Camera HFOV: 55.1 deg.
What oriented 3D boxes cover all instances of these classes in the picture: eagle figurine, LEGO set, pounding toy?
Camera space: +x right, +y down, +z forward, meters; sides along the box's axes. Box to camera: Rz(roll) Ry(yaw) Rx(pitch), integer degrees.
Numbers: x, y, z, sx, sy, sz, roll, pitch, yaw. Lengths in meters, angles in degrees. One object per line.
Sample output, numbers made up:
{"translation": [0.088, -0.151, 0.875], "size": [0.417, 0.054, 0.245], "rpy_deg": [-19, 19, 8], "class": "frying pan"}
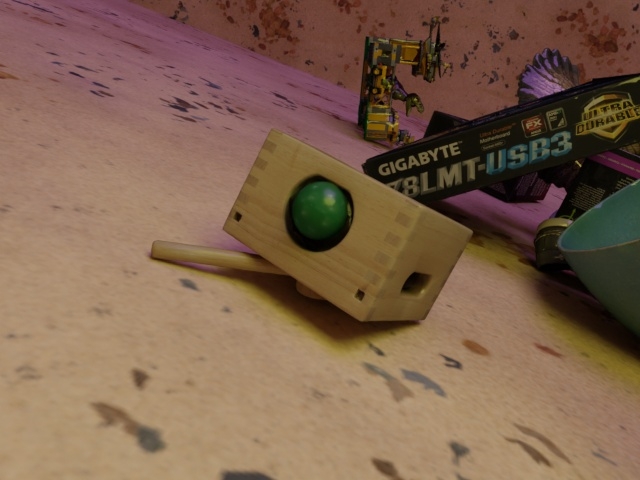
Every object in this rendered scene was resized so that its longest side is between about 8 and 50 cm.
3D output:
{"translation": [0.419, -0.137, 0.913], "size": [0.226, 0.298, 0.225], "rpy_deg": [-9, 22, -16], "class": "eagle figurine"}
{"translation": [0.191, -0.330, 1.327], "size": [0.192, 0.255, 0.331], "rpy_deg": [4, 11, -1], "class": "LEGO set"}
{"translation": [0.000, 0.000, 0.387], "size": [0.130, 0.100, 0.141], "rpy_deg": [31, 9, 27], "class": "pounding toy"}

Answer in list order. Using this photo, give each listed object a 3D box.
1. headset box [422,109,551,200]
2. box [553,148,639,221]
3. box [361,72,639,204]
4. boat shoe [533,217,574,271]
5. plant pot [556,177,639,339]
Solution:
{"translation": [0.369, -0.175, 1.304], "size": [0.218, 0.110, 0.293], "rpy_deg": [31, 19, 29], "class": "headset box"}
{"translation": [0.375, -0.035, 0.799], "size": [0.116, 0.162, 0.029], "rpy_deg": [32, 16, 28], "class": "box"}
{"translation": [0.221, -0.122, 0.755], "size": [0.295, 0.073, 0.293], "rpy_deg": [-16, 9, 19], "class": "box"}
{"translation": [0.344, 0.047, 0.726], "size": [0.206, 0.075, 0.065], "rpy_deg": [26, 60, -3], "class": "boat shoe"}
{"translation": [0.387, 0.023, 0.529], "size": [0.195, 0.290, 0.290], "rpy_deg": [61, 21, 0], "class": "plant pot"}
